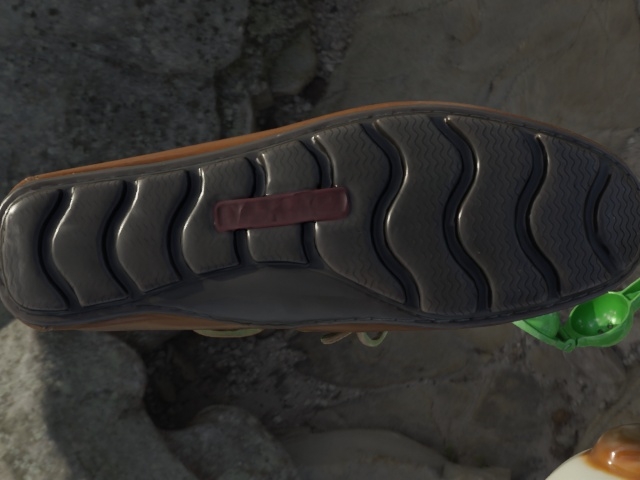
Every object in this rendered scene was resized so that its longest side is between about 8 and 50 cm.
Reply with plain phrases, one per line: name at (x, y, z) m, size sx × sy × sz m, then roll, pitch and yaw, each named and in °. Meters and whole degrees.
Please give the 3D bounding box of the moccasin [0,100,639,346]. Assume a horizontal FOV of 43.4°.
moccasin at (0.001, 0.003, 0.501) m, size 0.380 × 0.147 × 0.139 m, roll -11°, pitch 84°, yaw 9°

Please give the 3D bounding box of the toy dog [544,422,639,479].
toy dog at (0.342, 0.357, 0.678) m, size 0.408 × 0.395 × 0.284 m, roll 43°, pitch 111°, yaw 32°

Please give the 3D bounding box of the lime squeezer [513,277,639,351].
lime squeezer at (0.216, 0.051, 0.705) m, size 0.311 × 0.058 × 0.109 m, roll -6°, pitch 131°, yaw -7°
